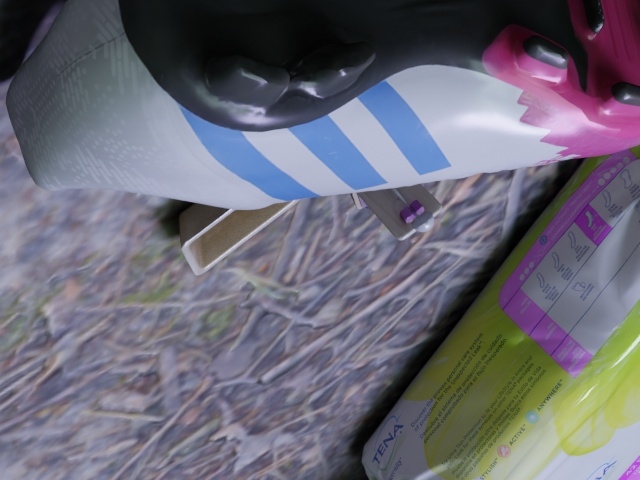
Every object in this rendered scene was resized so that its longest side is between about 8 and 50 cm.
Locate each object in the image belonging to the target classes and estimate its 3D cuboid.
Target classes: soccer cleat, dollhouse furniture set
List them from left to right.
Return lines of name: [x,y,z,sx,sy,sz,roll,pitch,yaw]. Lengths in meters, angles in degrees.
dollhouse furniture set: [0.000,0.000,0.857,0.114,0.081,0.091,-37,152,-9]
soccer cleat: [0.021,-0.075,0.757,0.331,0.116,0.143,-4,163,-41]

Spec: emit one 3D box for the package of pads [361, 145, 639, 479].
package of pads: [0.183,0.067,1.161,0.229,0.101,0.296,3,128,-54]
